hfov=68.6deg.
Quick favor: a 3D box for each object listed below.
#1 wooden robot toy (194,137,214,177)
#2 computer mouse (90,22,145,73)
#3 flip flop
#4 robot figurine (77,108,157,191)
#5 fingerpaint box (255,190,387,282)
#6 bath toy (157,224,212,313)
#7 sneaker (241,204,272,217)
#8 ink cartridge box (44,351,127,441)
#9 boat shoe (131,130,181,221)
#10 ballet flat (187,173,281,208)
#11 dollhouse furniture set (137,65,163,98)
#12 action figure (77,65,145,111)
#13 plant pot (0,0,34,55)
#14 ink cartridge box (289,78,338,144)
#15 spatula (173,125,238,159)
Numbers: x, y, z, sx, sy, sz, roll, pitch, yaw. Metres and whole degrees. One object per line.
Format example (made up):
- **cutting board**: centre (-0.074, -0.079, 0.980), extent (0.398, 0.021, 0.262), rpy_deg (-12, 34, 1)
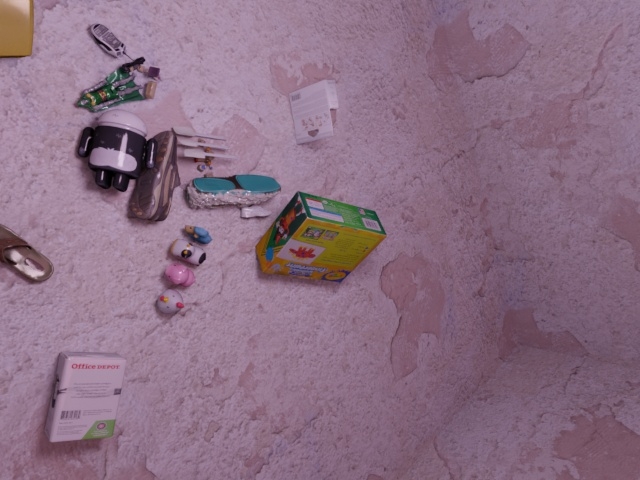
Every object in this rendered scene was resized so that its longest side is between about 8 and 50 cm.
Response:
- **wooden robot toy**: centre (-0.458, -0.329, 1.885), extent (0.076, 0.079, 0.173), rpy_deg (-9, 96, -38)
- **computer mouse**: centre (-0.731, -0.686, 1.674), extent (0.193, 0.042, 0.106), rpy_deg (43, 50, -22)
- **flip flop**: centre (-0.975, 0.037, 1.482), extent (0.277, 0.080, 0.112), rpy_deg (46, 64, -30)
- **robot figurine**: centre (-0.703, -0.314, 1.635), extent (0.209, 0.173, 0.278), rpy_deg (14, 82, -49)
- **fingerpaint box**: centre (0.000, 0.000, 2.068), extent (0.444, 0.371, 0.163), rpy_deg (10, 45, -36)
- **bath toy**: centre (-0.529, 0.117, 1.810), extent (0.151, 0.129, 0.348), rpy_deg (27, 75, -36)
- **sneaker**: centre (-0.277, -0.132, 2.051), extent (0.152, 0.053, 0.061), rpy_deg (-5, 92, -38)
- **ink cartridge box**: centre (-0.803, 0.527, 1.610), extent (0.198, 0.114, 0.273), rpy_deg (13, 83, -38)
- **boat shoe**: centre (-0.603, -0.236, 1.763), extent (0.130, 0.132, 0.355), rpy_deg (36, 62, -61)
- **ballet flat**: centre (-0.364, -0.197, 1.944), extent (0.409, 0.147, 0.147), rpy_deg (-4, 94, -36)
- **dollhouse furniture set**: centre (-0.640, -0.587, 1.767), extent (0.081, 0.091, 0.114), rpy_deg (10, 92, -83)
- **action figure**: centre (-0.749, -0.521, 1.660), extent (0.232, 0.063, 0.137), rpy_deg (-40, 108, -32)
- **plant pot**: centre (-0.976, -0.644, 1.396), extent (0.212, 0.212, 0.187), rpy_deg (-17, 114, -37)
- **ink cartridge box**: centre (-0.025, -0.569, 2.098), extent (0.060, 0.275, 0.239), rpy_deg (-17, 102, -37)
- **spatula**: centre (-0.452, -0.384, 1.866), extent (0.242, 0.019, 0.168), rpy_deg (-3, 51, -42)
